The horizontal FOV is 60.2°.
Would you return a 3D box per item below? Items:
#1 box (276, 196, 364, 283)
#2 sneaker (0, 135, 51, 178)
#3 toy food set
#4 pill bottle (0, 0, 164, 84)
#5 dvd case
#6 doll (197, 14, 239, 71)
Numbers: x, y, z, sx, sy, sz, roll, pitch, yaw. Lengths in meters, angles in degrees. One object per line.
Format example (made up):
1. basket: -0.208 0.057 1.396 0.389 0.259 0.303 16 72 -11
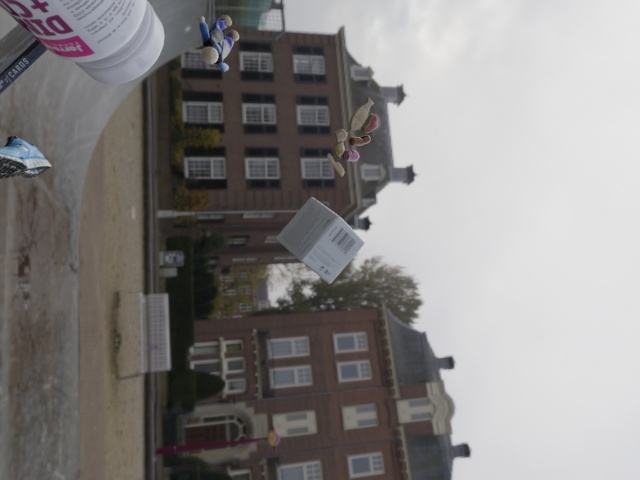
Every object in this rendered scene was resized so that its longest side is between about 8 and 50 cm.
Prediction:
1. box: 0.000 0.000 0.973 0.087 0.102 0.101 40 -2 43
2. sneaker: -0.587 -0.161 1.041 0.073 0.063 0.162 62 8 0
3. toy food set: 0.054 -0.170 0.916 0.019 0.122 0.078 29 -13 42
4. pill bottle: -0.319 -0.327 0.683 0.283 0.160 0.160 53 29 -70
5. dvd case: -0.568 -0.288 0.952 0.179 0.238 0.029 27 -17 44
6. doll: -0.237 -0.450 1.251 0.189 0.046 0.129 -82 151 -49
